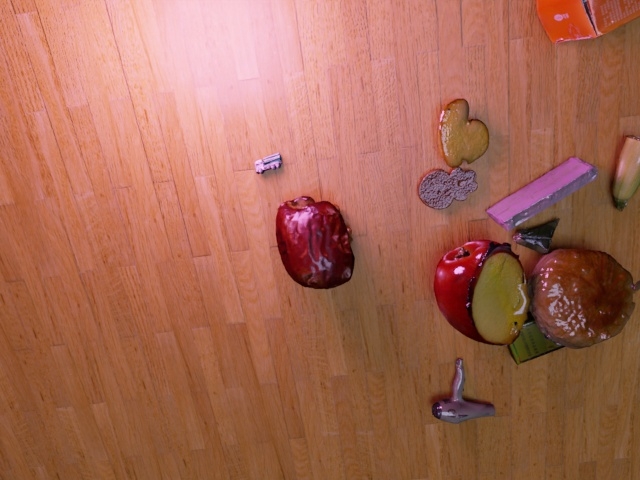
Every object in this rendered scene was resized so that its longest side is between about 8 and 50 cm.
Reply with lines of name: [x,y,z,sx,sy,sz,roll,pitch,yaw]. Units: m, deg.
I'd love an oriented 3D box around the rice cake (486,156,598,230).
rice cake: [0.640,-0.134,1.328,0.297,0.106,0.050,-33,115,11]

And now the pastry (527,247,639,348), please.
pastry: [0.777,0.173,1.373,0.329,0.136,0.330,1,86,-7]

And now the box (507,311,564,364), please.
box: [0.718,0.301,1.500,0.219,0.064,0.141,-24,105,7]

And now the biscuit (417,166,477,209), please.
biscuit: [0.377,-0.158,1.364,0.175,0.026,0.124,-13,110,5]

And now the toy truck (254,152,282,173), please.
toy truck: [-0.152,-0.225,1.340,0.083,0.039,0.044,-17,91,5]

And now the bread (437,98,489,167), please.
bread: [0.399,-0.307,1.299,0.149,0.065,0.188,-13,106,-6]

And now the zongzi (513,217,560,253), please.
zongzi: [0.657,-0.031,1.398,0.109,0.055,0.119,21,89,6]

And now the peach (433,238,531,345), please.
peach: [0.476,0.158,1.387,0.257,0.201,0.362,-41,116,-15]

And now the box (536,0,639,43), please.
box: [0.737,-0.623,1.097,0.341,0.225,0.143,-26,108,9]

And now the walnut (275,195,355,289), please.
walnut: [0.000,0.000,1.338,0.243,0.221,0.269,-16,102,-28]

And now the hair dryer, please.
hair dryer: [0.520,0.542,1.591,0.218,0.088,0.225,24,92,-15]

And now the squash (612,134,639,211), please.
squash: [0.900,-0.189,1.326,0.094,0.094,0.224,4,116,-1]
